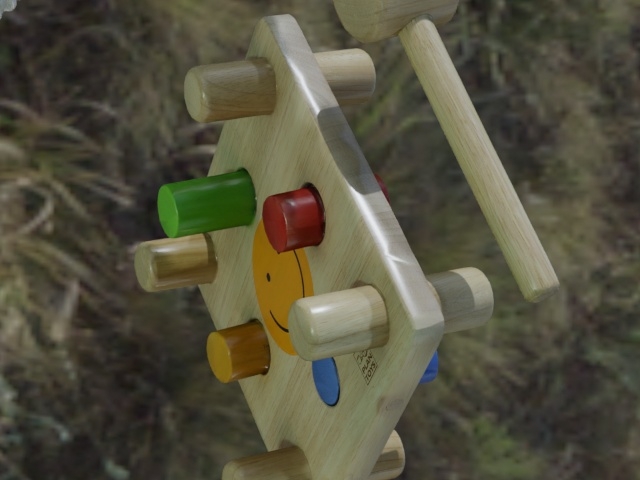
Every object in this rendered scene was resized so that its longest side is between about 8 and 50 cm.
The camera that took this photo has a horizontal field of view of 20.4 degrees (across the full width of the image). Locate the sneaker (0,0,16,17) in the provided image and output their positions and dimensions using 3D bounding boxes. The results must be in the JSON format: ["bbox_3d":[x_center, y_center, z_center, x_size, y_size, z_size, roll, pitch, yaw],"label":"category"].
[{"bbox_3d":[-0.215,-0.174,1.094,0.094,0.091,0.258,86,-4,-46],"label":"sneaker"}]

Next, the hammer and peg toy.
[{"bbox_3d":[0.000,0.000,1.104,0.127,0.361,0.266,-10,57,-25],"label":"hammer and peg toy"}]
